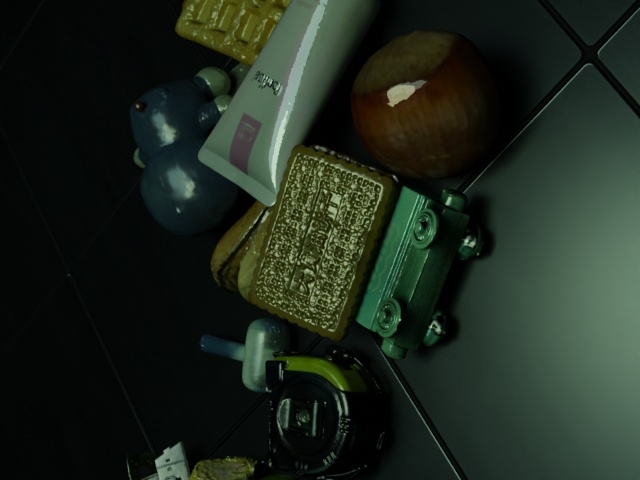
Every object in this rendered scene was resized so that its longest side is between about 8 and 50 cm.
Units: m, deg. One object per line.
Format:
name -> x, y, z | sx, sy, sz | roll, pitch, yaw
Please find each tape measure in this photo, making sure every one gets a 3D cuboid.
tape measure -> 0.003, 0.250, 1.645 | 0.186, 0.112, 0.199 | -3, 84, 39

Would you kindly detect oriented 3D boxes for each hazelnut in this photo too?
hazelnut -> 0.141, -0.178, 1.530 | 0.214, 0.176, 0.214 | 26, 131, 34

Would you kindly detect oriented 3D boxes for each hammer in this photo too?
hammer -> -0.127, 0.173, 1.797 | 0.194, 0.069, 0.116 | 7, 91, 46

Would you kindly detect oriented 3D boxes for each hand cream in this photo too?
hand cream -> -0.044, -0.240, 1.687 | 0.185, 0.118, 0.358 | 33, 95, 35

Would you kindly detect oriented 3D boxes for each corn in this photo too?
corn -> -0.169, 0.483, 1.760 | 0.122, 0.123, 0.305 | 19, 100, 37

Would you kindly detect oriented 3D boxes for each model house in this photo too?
model house -> -0.238, 0.413, 1.850 | 0.088, 0.117, 0.167 | -23, 69, 20

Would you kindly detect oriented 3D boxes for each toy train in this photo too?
toy train -> 0.125, 0.035, 1.579 | 0.159, 0.101, 0.248 | 38, 110, 54

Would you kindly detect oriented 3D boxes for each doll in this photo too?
doll -> -0.217, -0.137, 1.856 | 0.228, 0.154, 0.258 | -27, 81, 30

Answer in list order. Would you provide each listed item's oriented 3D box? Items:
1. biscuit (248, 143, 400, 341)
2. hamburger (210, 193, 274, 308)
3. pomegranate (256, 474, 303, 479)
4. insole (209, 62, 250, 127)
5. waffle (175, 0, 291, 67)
biscuit -> 0.000, 0.000, 1.608 | 0.172, 0.029, 0.254 | 22, 101, 24
hamburger -> -0.077, -0.010, 1.729 | 0.262, 0.131, 0.124 | -51, 56, 19
pomegranate -> -0.040, 0.426, 1.613 | 0.225, 0.187, 0.187 | -11, 78, 45
insole -> -0.178, -0.221, 1.917 | 0.248, 0.011, 0.081 | -37, 65, 31
waffle -> -0.116, -0.373, 1.841 | 0.274, 0.057, 0.168 | 30, 101, 39
